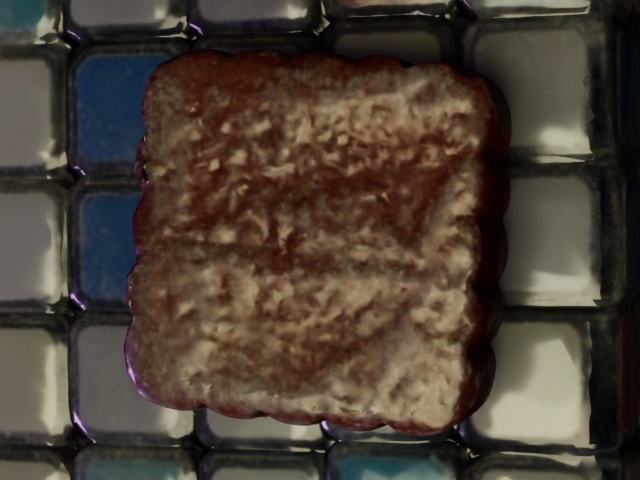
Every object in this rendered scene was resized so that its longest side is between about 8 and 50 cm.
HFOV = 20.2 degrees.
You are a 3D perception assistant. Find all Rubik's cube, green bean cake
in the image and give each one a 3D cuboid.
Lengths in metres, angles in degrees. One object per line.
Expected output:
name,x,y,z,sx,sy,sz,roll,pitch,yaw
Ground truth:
Rubik's cube,0.016,-0.004,0.827,0.292,0.287,0.293,-3,90,17
green bean cake,0.000,0.000,0.652,0.135,0.056,0.136,5,92,15
